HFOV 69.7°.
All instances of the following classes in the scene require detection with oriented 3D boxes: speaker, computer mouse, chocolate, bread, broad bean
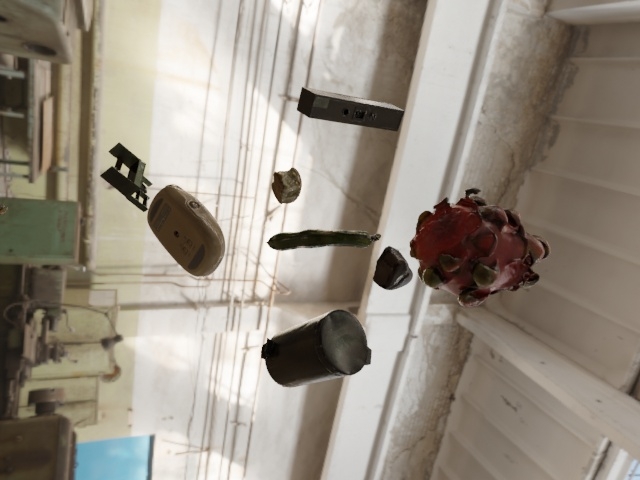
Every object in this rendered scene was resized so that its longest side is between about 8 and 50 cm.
[{"bbox_3d":[0.055,-0.218,0.773,0.046,0.191,0.040,44,-55,45],"label":"speaker"},{"bbox_3d":[-0.312,-0.022,1.085,0.236,0.082,0.145,45,-62,17],"label":"computer mouse"},{"bbox_3d":[0.228,0.098,1.427,0.080,0.125,0.148,40,-13,40],"label":"chocolate"},{"bbox_3d":[-0.089,-0.152,1.279,0.070,0.077,0.083,61,-30,26],"label":"bread"},{"bbox_3d":[0.000,-0.001,0.868,0.069,0.227,0.039,30,60,-76],"label":"broad bean"}]

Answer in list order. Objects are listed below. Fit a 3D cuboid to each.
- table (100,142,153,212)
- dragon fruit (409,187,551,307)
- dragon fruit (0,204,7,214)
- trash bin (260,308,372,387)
[{"bbox_3d":[-0.587,-0.197,1.437,0.063,0.175,0.146,-32,-140,15],"label":"table"},{"bbox_3d":[0.349,0.024,0.989,0.243,0.308,0.227,64,18,-60],"label":"dragon fruit"},{"bbox_3d":[-0.703,-0.052,0.890,0.126,0.112,0.067,36,58,-72],"label":"dragon fruit"},{"bbox_3d":[-0.018,0.363,1.504,0.302,0.252,0.202,-29,-140,42],"label":"trash bin"}]
